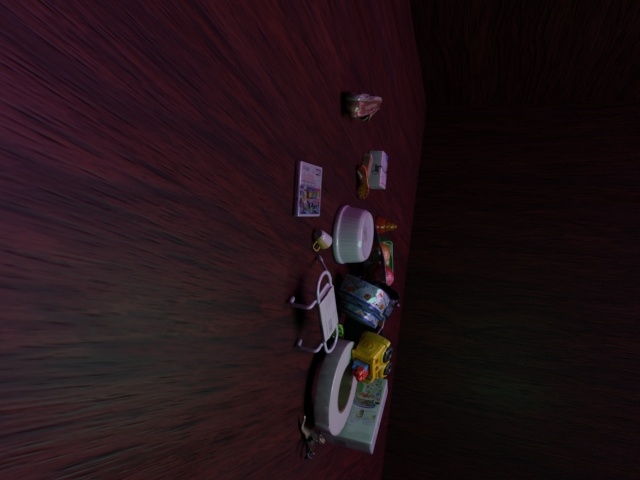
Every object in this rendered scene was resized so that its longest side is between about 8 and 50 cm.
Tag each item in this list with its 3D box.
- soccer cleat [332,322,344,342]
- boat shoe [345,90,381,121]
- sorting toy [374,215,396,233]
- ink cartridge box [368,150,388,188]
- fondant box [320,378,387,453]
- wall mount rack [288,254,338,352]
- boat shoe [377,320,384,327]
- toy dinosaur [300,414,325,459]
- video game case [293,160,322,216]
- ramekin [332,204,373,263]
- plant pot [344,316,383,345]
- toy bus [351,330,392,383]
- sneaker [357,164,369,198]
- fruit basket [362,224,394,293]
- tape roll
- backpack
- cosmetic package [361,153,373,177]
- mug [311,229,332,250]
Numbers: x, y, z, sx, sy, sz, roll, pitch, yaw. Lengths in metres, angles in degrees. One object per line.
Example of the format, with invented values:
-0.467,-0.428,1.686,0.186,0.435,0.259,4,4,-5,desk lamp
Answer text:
0.082,0.428,1.864,0.072,0.060,0.179,-75,166,-49,soccer cleat
0.188,-0.596,1.823,0.324,0.123,0.116,-26,126,-59,boat shoe
0.394,0.035,2.483,0.127,0.126,0.365,1,93,-69,sorting toy
0.312,-0.385,2.231,0.139,0.082,0.191,2,91,-69,ink cartridge box
0.165,0.789,1.898,0.330,0.238,0.096,-62,149,-46,fondant box
-0.002,0.229,1.505,0.304,0.130,0.350,-50,141,-51,wall mount rack
0.317,0.573,2.458,0.277,0.098,0.096,-65,153,-23,boat shoe
-0.042,0.795,1.613,0.268,0.064,0.118,69,18,-48,toy dinosaur
-0.042,-0.177,1.432,0.201,0.023,0.183,-9,103,-70,video game case
0.153,-0.023,1.834,0.273,0.127,0.273,5,90,-69,ramekin
0.194,0.512,2.020,0.167,0.188,0.187,-52,144,-32,plant pot
0.207,0.547,1.779,0.211,0.149,0.220,-40,136,-43,toy bus
0.216,-0.293,2.029,0.067,0.064,0.175,-63,155,-64,sneaker
0.297,0.143,2.094,0.353,0.165,0.327,-84,168,-58,fruit basket
0.076,0.622,1.737,0.392,0.072,0.392,7,90,-69,tape roll
0.192,0.266,1.864,0.213,0.276,0.263,-61,148,-21,backpack
0.237,-0.383,2.088,0.060,0.041,0.115,49,50,-63,cosmetic package
0.003,-0.002,1.544,0.064,0.062,0.078,49,43,-52,mug
